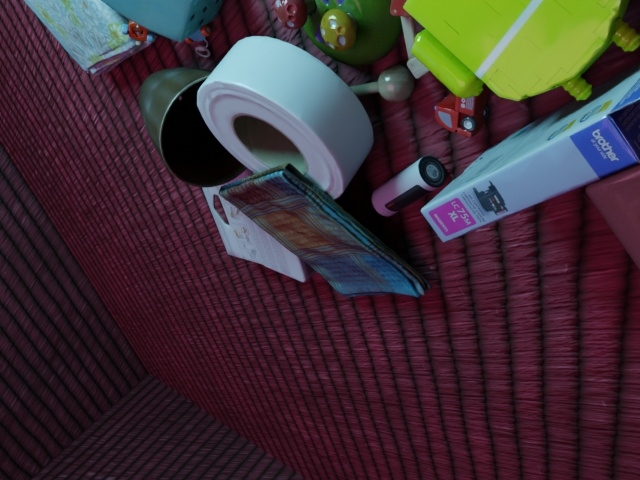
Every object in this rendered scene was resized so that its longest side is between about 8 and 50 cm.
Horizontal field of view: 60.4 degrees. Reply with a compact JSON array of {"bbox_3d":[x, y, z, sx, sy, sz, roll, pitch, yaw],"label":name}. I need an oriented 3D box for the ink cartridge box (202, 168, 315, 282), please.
[{"bbox_3d":[-0.145,-0.066,1.240,0.261,0.066,0.296,18,137,37],"label":"ink cartridge box"}]

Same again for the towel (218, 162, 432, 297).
[{"bbox_3d":[0.000,0.000,1.046,0.370,0.040,0.271,39,156,-25],"label":"towel"}]

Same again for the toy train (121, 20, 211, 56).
[{"bbox_3d":[-0.282,-0.400,1.022,0.166,0.046,0.125,11,163,-12],"label":"toy train"}]

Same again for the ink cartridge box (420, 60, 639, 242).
[{"bbox_3d":[0.269,-0.106,0.604,0.065,0.185,0.311,52,147,-2],"label":"ink cartridge box"}]

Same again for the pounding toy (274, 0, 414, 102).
[{"bbox_3d":[0.020,-0.291,0.769,0.182,0.110,0.237,10,132,44],"label":"pounding toy"}]

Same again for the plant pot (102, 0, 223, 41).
[{"bbox_3d":[-0.274,-0.456,0.894,0.234,0.166,0.165,42,148,-4],"label":"plant pot"}]

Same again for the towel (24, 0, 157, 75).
[{"bbox_3d":[-0.519,-0.525,1.118,0.320,0.090,0.374,6,139,51],"label":"towel"}]

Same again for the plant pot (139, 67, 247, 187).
[{"bbox_3d":[-0.259,-0.248,1.080,0.230,0.215,0.215,38,149,41],"label":"plant pot"}]

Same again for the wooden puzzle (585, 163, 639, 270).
[{"bbox_3d":[0.500,0.024,0.572,0.322,0.080,0.347,52,147,-7],"label":"wooden puzzle"}]

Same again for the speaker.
[{"bbox_3d":[0.141,-0.086,0.898,0.055,0.055,0.136,51,147,-5],"label":"speaker"}]

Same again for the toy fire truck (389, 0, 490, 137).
[{"bbox_3d":[0.159,-0.238,0.721,0.135,0.047,0.192,27,143,30],"label":"toy fire truck"}]

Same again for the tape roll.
[{"bbox_3d":[-0.057,-0.187,0.901,0.286,0.100,0.286,29,161,11],"label":"tape roll"}]

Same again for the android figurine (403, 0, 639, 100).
[{"bbox_3d":[0.201,-0.264,0.577,0.273,0.056,0.248,46,130,13],"label":"android figurine"}]
